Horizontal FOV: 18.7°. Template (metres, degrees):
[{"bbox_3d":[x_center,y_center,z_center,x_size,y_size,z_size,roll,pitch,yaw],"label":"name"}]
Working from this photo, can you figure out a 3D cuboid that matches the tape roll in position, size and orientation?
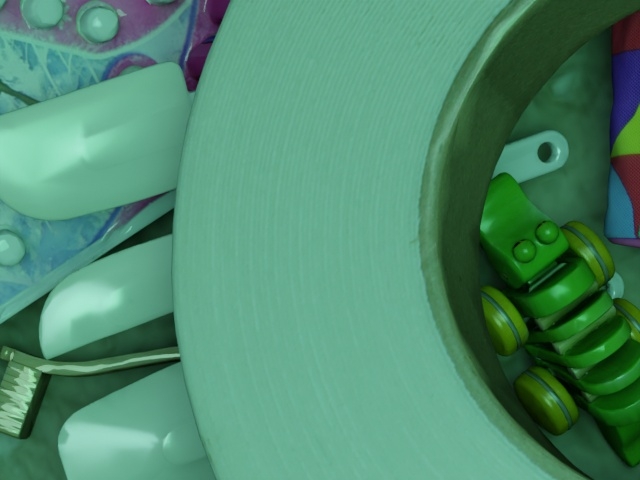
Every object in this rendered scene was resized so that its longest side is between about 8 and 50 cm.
[{"bbox_3d":[0.142,-0.004,0.639,0.392,0.072,0.392,-4,77,17],"label":"tape roll"}]

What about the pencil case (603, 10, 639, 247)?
[{"bbox_3d":[0.161,-0.105,0.757,0.104,0.104,0.236,3,85,3],"label":"pencil case"}]

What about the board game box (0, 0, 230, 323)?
[{"bbox_3d":[-0.228,-0.116,0.684,0.390,0.050,0.390,-35,107,-16],"label":"board game box"}]

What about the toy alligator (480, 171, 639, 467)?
[{"bbox_3d":[0.086,0.014,0.749,0.056,0.051,0.190,-36,105,-14],"label":"toy alligator"}]

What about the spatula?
[{"bbox_3d":[0.000,0.000,0.756,0.242,0.019,0.168,-19,99,-18],"label":"spatula"}]

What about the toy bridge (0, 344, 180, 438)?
[{"bbox_3d":[-0.043,0.076,0.792,0.188,0.026,0.063,20,86,4],"label":"toy bridge"}]
